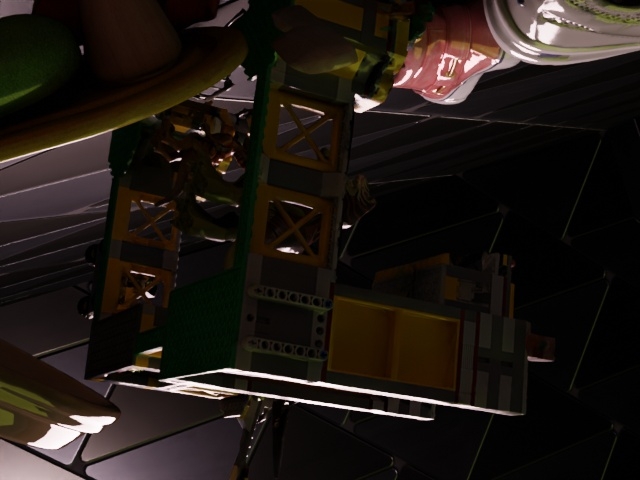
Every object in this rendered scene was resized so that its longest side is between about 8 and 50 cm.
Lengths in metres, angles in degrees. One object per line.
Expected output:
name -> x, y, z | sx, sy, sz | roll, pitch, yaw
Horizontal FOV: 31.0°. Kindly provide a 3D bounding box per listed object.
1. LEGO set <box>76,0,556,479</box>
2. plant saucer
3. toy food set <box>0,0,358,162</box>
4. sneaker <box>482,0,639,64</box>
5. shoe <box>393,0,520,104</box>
LEGO set -> 0.000, 0.000, 0.671 | 0.192, 0.255, 0.331 | 13, 157, -26
plant saucer -> -0.252, 0.057, 0.696 | 0.278, 0.041, 0.278 | 27, 172, 4
toy food set -> -0.104, -0.086, 0.457 | 0.218, 0.071, 0.128 | -16, -158, 2
sneaker -> 0.240, -0.162, 0.657 | 0.281, 0.105, 0.115 | -17, 178, -4
shoe -> 0.070, -0.130, 0.786 | 0.081, 0.063, 0.178 | -4, 179, -12
